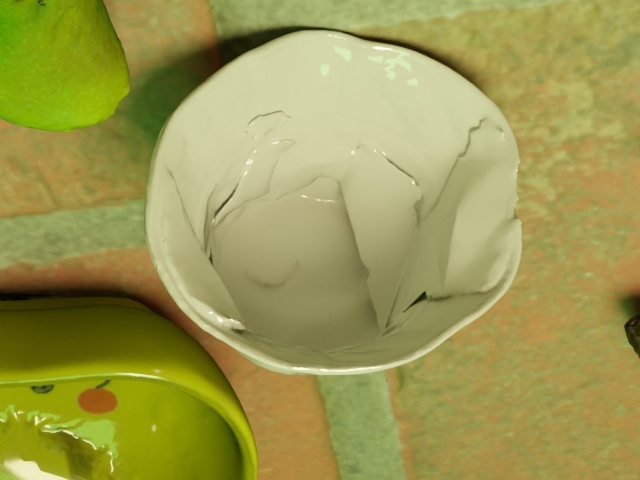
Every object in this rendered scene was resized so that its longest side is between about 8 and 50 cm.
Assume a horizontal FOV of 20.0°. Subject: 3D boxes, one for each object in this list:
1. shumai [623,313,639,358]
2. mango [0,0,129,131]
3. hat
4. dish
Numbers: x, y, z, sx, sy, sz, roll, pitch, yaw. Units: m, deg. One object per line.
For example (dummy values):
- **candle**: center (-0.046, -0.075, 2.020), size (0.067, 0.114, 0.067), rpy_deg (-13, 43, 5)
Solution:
- **shumai**: center (0.245, 0.064, 1.087), size (0.087, 0.099, 0.124), rpy_deg (-42, 150, 10)
- **mango**: center (-0.161, -0.139, 0.839), size (0.125, 0.111, 0.233), rpy_deg (-19, 135, 24)
- **hat**: center (0.000, 0.000, 0.964), size (0.203, 0.203, 0.126), rpy_deg (7, 156, -8)
- **dish**: center (-0.170, 0.105, 1.101), size (0.262, 0.108, 0.221), rpy_deg (4, 137, -8)
